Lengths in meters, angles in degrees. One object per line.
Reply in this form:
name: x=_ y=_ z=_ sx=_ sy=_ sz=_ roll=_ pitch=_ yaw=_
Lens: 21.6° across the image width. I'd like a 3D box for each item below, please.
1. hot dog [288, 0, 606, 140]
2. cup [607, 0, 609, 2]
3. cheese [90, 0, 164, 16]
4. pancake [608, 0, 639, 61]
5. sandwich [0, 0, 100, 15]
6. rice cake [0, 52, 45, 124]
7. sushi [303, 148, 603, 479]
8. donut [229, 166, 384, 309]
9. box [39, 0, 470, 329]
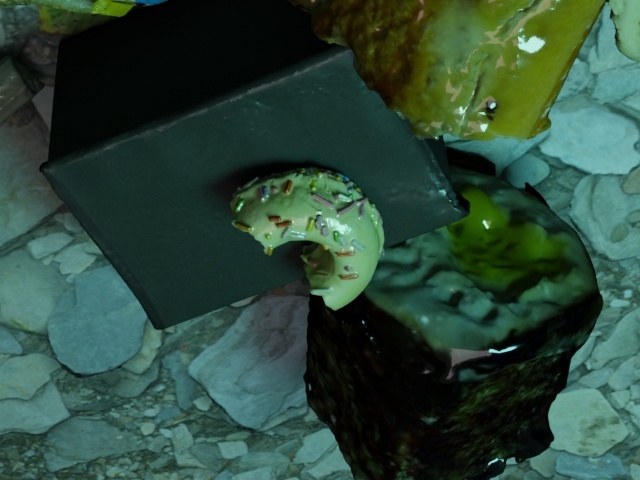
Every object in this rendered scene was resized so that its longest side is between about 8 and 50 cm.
hot dog: x=0.123 y=-0.322 z=1.366 sx=0.196 sy=0.367 sz=0.365 roll=-16 pitch=144 yaw=-40
cup: x=0.215 y=-0.300 z=1.513 sx=0.150 sy=0.199 sz=0.199 roll=4 pitch=137 yaw=19
cheese: x=-0.125 y=-0.298 z=1.519 sx=0.250 sy=0.064 sz=0.156 roll=-51 pitch=160 yaw=20
pancake: x=0.378 y=-0.290 z=1.441 sx=0.356 sy=0.065 sz=0.356 roll=-36 pitch=157 yaw=-19
sandwich: x=-0.325 y=-0.300 z=1.520 sx=0.251 sy=0.087 sz=0.226 roll=-2 pitch=132 yaw=-3
rice cake: x=-0.386 y=-0.089 z=1.673 sx=0.256 sy=0.052 sz=0.057 roll=-41 pitch=156 yaw=-4
sushi: x=0.130 y=0.085 z=1.784 sx=0.281 sy=0.299 sz=0.294 roll=-10 pitch=139 yaw=-14
donut: x=0.002 y=-0.004 z=1.560 sx=0.108 sy=0.065 sz=0.166 roll=-27 pitch=130 yaw=20
box: x=-0.064 y=-0.109 z=1.643 sx=0.345 sy=0.204 sz=0.251 roll=-20 pitch=132 yaw=15
